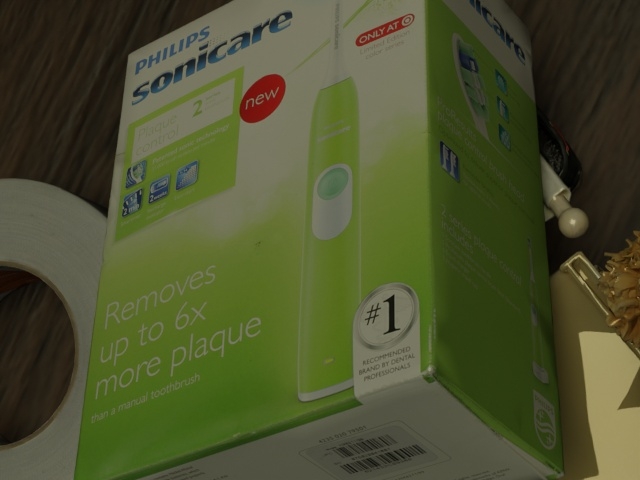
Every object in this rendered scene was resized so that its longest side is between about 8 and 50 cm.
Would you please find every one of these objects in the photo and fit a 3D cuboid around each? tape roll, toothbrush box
[{"bbox_3d":[-0.188,0.075,0.920,0.219,0.072,0.219,-3,79,16],"label":"tape roll"},{"bbox_3d":[0.000,0.000,0.756,0.206,0.122,0.283,-21,48,30],"label":"toothbrush box"}]

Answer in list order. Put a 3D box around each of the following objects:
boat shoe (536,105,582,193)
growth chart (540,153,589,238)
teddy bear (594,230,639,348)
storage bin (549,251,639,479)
[{"bbox_3d":[0.102,-0.077,0.873,0.049,0.042,0.133,-45,70,9],"label":"boat shoe"},{"bbox_3d":[0.030,0.009,0.836,0.237,0.021,0.172,-37,47,19],"label":"growth chart"},{"bbox_3d":[0.230,0.059,0.677,0.245,0.113,0.338,37,49,1],"label":"teddy bear"},{"bbox_3d":[0.122,0.187,0.781,0.262,0.123,0.260,-39,73,7],"label":"storage bin"}]
